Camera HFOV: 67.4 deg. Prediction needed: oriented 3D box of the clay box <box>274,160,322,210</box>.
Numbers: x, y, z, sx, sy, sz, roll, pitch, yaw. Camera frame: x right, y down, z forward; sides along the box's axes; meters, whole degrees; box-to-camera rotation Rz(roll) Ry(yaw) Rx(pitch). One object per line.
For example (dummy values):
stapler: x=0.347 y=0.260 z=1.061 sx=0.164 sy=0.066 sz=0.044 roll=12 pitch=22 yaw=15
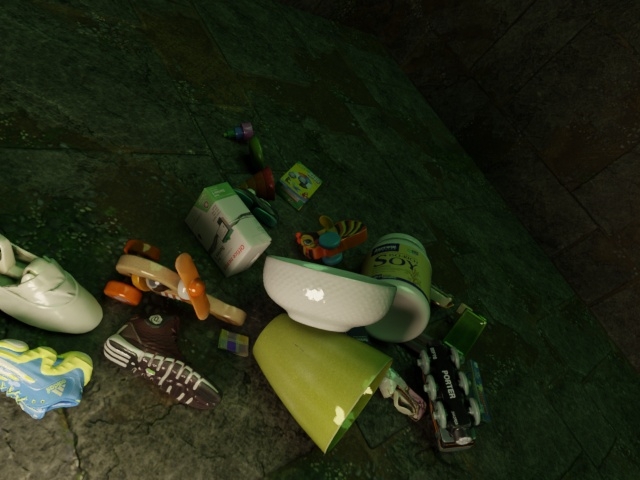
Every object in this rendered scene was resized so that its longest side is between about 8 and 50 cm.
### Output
clay box: x=-0.077 y=-0.216 z=1.808 sx=0.127 sy=0.053 sz=0.222 roll=40 pitch=38 yaw=-5

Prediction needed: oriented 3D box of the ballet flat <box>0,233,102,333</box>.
ballet flat: x=-0.630 y=0.059 z=0.978 sx=0.400 sy=0.139 sz=0.139 roll=33 pitch=38 yaw=-14

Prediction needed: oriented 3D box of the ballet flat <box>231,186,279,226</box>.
ballet flat: x=-0.219 y=-0.123 z=1.578 sx=0.203 sy=0.074 sz=0.074 roll=36 pitch=37 yaw=-20

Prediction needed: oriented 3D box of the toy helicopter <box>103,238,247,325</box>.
toy helicopter: x=-0.311 y=0.122 z=1.147 sx=0.355 sy=0.235 sz=0.140 roll=35 pitch=61 yaw=-35

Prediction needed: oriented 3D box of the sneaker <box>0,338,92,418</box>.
sneaker: x=-0.551 y=0.260 z=0.889 sx=0.240 sy=0.091 sz=0.126 roll=15 pitch=46 yaw=-34

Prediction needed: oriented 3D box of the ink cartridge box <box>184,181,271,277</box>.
ink cartridge box: x=-0.265 y=-0.029 z=1.368 sx=0.219 sy=0.160 sz=0.093 roll=51 pitch=39 yaw=11

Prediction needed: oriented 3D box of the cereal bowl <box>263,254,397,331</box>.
cereal bowl: x=0.013 y=0.140 z=1.213 sx=0.339 sy=0.339 sz=0.141 roll=13 pitch=91 yaw=-34

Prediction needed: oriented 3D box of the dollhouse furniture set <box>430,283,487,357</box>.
dollhouse furniture set: x=0.450 y=0.273 z=1.798 sx=0.302 sy=0.151 sz=0.197 roll=35 pitch=7 yaw=15

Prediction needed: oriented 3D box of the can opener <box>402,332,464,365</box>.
can opener: x=0.370 y=0.370 z=1.657 sx=0.284 sy=0.095 sz=0.075 roll=32 pitch=83 yaw=-9

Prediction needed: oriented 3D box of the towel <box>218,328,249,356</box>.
towel: x=-0.224 y=0.266 z=1.248 sx=0.083 sy=0.009 sz=0.060 roll=24 pitch=42 yaw=-24

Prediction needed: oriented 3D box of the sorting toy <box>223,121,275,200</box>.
sorting toy: x=-0.265 y=-0.277 z=1.685 sx=0.126 sy=0.127 sz=0.365 roll=-14 pitch=57 yaw=-15

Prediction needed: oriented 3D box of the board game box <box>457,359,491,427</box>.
board game box: x=0.463 y=0.504 z=1.542 sx=0.035 sy=0.136 sz=0.201 roll=26 pitch=40 yaw=-23

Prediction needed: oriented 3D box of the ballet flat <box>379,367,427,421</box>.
ballet flat: x=0.228 y=0.455 z=1.431 sx=0.221 sy=0.077 sz=0.079 roll=44 pitch=40 yaw=-6

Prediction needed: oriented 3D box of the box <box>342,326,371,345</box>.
box: x=0.034 y=0.243 z=1.424 sx=0.153 sy=0.108 sz=0.207 roll=7 pitch=50 yaw=-39

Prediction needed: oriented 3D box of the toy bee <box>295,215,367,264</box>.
toy bee: x=0.000 y=0.000 z=1.587 sx=0.299 sy=0.195 sz=0.162 roll=-14 pitch=40 yaw=-37

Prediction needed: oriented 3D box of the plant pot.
plant pot: x=-0.017 y=0.320 z=1.204 sx=0.294 sy=0.274 sz=0.275 roll=35 pitch=34 yaw=19

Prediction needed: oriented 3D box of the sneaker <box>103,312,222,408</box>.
sneaker: x=-0.326 y=0.252 z=1.094 sx=0.282 sy=0.106 sz=0.162 roll=34 pitch=35 yaw=-11

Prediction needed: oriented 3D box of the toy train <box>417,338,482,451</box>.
toy train: x=0.381 y=0.473 z=1.464 sx=0.143 sy=0.190 sz=0.333 roll=-6 pitch=44 yaw=-3

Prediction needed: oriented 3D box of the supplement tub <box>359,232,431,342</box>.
supplement tub: x=0.245 y=0.146 z=1.592 sx=0.241 sy=0.241 sz=0.331 roll=36 pitch=34 yaw=-10
